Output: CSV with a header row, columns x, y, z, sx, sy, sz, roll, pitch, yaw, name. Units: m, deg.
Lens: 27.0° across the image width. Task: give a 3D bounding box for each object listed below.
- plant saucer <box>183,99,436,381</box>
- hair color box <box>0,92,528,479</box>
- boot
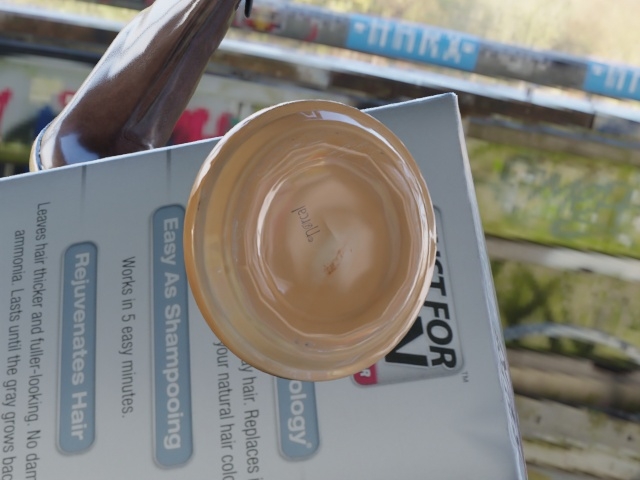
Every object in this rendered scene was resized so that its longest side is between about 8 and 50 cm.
x,y,z,sx,sy,sz,roll,pitch,yaw,name
0.000,0.000,0.393,0.083,0.084,0.013,-2,0,-30,plant saucer
-0.108,0.072,0.570,0.374,0.114,0.185,-10,57,7,hair color box
-0.128,-0.133,1.027,0.090,0.207,0.248,33,27,-16,boot
